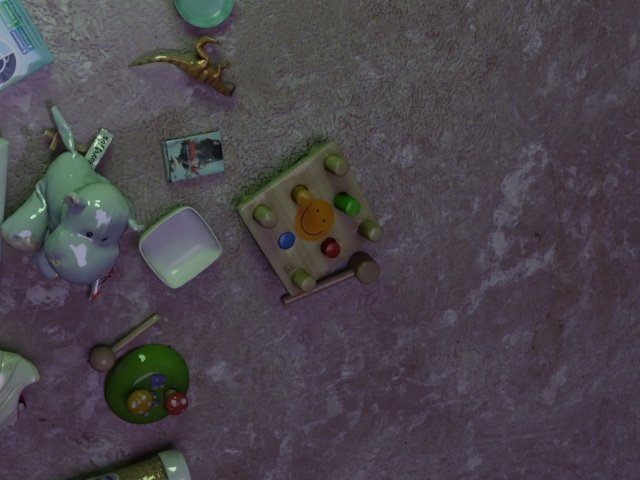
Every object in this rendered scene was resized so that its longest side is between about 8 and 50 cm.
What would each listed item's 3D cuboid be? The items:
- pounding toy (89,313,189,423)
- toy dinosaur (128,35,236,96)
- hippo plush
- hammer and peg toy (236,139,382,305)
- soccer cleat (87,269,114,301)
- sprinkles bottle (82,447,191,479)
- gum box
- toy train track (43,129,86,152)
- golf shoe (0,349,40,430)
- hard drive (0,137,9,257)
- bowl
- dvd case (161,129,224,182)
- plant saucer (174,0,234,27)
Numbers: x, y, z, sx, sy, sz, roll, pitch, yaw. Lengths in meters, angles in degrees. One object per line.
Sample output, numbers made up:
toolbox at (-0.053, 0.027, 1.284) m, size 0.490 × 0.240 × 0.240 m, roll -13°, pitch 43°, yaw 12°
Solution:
pounding toy at (-0.355, 0.300, 1.718) m, size 0.183 × 0.110 × 0.237 m, roll -28°, pitch 122°, yaw -16°
toy dinosaur at (-0.234, -0.330, 1.550) m, size 0.211 × 0.064 × 0.112 m, roll 20°, pitch 101°, yaw -33°
hippo plush at (-0.391, -0.037, 1.463) m, size 0.234 × 0.236 × 0.294 m, roll 24°, pitch 92°, yaw -42°
hammer and peg toy at (0.000, 0.000, 1.777) m, size 0.266 × 0.127 × 0.361 m, roll -36°, pitch 123°, yaw -11°
soccer cleat at (-0.439, 0.080, 1.631) m, size 0.035 × 0.029 × 0.083 m, roll 33°, pitch 89°, yaw -26°
sprinkles bottle at (-0.453, 0.554, 1.762) m, size 0.355 × 0.121 × 0.121 m, roll -15°, pitch 117°, yaw -23°
gum box at (-0.563, -0.325, 1.376) m, size 0.184 × 0.041 × 0.157 m, roll -36°, pitch 123°, yaw -17°
toy train track at (-0.466, -0.181, 1.514) m, size 0.083 × 0.014 × 0.048 m, roll 25°, pitch 90°, yaw -40°
golf shoe at (-0.642, 0.348, 1.581) m, size 0.140 × 0.115 × 0.306 m, roll 22°, pitch 101°, yaw -40°
hard drive at (-0.629, -0.007, 1.403) m, size 0.210 × 0.040 × 0.319 m, roll -25°, pitch 133°, yaw -58°
bowl at (-0.287, 0.008, 1.667) m, size 0.142 × 0.053 × 0.142 m, roll -38°, pitch 124°, yaw -10°
dvd case at (-0.250, -0.166, 1.639) m, size 0.119 × 0.013 × 0.087 m, roll -13°, pitch 116°, yaw -23°
plant saucer at (-0.216, -0.454, 1.532) m, size 0.119 × 0.021 × 0.119 m, roll -12°, pitch 116°, yaw -25°
